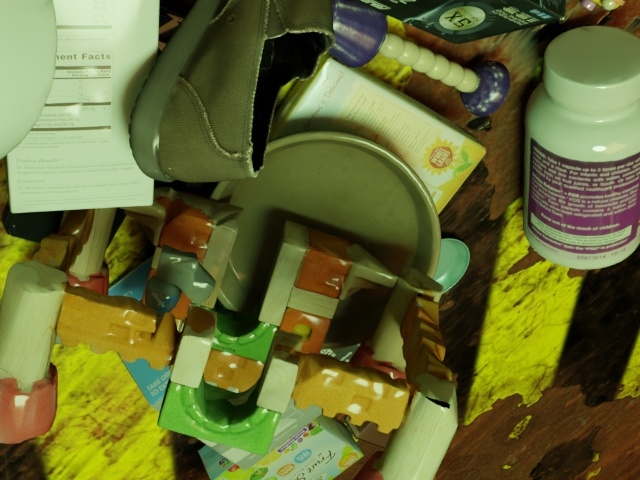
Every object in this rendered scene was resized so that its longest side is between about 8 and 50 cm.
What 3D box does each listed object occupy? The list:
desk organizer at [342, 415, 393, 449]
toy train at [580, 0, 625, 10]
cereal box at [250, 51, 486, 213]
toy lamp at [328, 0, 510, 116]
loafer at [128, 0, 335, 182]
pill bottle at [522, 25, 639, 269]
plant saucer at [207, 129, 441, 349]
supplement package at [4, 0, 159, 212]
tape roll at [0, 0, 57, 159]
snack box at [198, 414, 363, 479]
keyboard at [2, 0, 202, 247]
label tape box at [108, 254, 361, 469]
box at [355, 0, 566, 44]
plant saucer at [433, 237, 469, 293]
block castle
[{"bbox_3d":[0.102,0.308,1.599,0.050,0.047,0.130,-47,135,13],"label":"desk organizer"},{"bbox_3d":[0.376,-0.331,1.164,0.166,0.046,0.125,-10,134,-21],"label":"toy train"},{"bbox_3d":[0.054,-0.100,1.153,0.240,0.047,0.173,27,113,-26],"label":"cereal box"},{"bbox_3d":[0.102,-0.209,1.097,0.275,0.080,0.080,14,121,-37],"label":"toy lamp"},{"bbox_3d":[-0.038,-0.203,0.884,0.134,0.130,0.365,56,56,-72],"label":"loafer"},{"bbox_3d":[0.349,-0.118,1.256,0.169,0.169,0.301,-22,137,-11],"label":"pill bottle"},{"bbox_3d":[0.000,0.000,1.126,0.278,0.041,0.277,0,114,0],"label":"plant saucer"},{"bbox_3d":[-0.225,-0.165,0.886,0.134,0.139,0.244,-4,127,-19],"label":"supplement package"},{"bbox_3d":[-0.354,-0.167,0.744,0.286,0.100,0.286,6,114,13],"label":"tape roll"},{"bbox_3d":[-0.058,0.332,1.512,0.174,0.070,0.207,-40,139,8],"label":"snack box"},{"bbox_3d":[-0.196,-0.106,1.056,0.202,0.033,0.317,19,119,-32],"label":"keyboard"},{"bbox_3d":[-0.107,0.136,1.271,0.249,0.115,0.347,-37,139,4],"label":"label tape box"},{"bbox_3d":[0.141,-0.273,0.991,0.180,0.147,0.077,11,81,-42],"label":"box"},{"bbox_3d":[0.158,0.037,1.398,0.119,0.021,0.119,-16,135,-16],"label":"plant saucer"},{"bbox_3d":[-0.098,0.124,0.997,0.453,0.303,0.212,16,115,-7],"label":"block castle"}]
